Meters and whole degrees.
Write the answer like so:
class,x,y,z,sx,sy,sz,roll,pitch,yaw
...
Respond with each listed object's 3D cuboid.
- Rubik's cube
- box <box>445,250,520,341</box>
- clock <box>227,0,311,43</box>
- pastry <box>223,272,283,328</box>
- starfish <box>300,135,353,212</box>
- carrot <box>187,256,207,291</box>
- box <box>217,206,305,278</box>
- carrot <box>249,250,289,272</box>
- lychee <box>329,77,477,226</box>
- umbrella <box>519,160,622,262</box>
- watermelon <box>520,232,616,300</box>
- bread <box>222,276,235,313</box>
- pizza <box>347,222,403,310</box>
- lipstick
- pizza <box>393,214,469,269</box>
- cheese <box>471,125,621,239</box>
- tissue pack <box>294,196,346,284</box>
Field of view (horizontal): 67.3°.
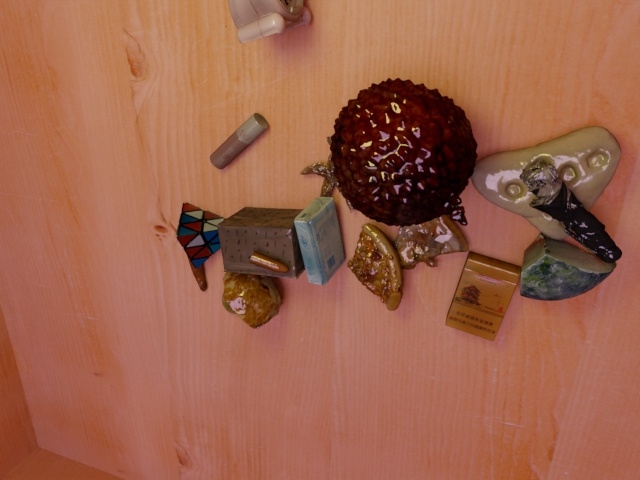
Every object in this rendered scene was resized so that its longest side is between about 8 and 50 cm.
class,x,y,z,sx,sy,sz,roll,pitch,yaw
Rubik's cube,-0.501,0.004,1.848,0.284,0.234,0.250,26,101,11
box,0.548,0.191,1.632,0.174,0.076,0.274,17,116,13
clock,-0.171,-0.766,1.390,0.184,0.342,0.325,-6,117,18
pastry,-0.252,0.202,1.874,0.170,0.237,0.256,-30,97,10
starfish,0.043,-0.224,1.670,0.236,0.062,0.277,-11,114,24
carrot,-0.519,0.127,2.043,0.061,0.061,0.209,1,115,21
box,-0.187,-0.002,1.759,0.297,0.225,0.190,5,113,18
carrot,-0.171,0.078,1.632,0.139,0.048,0.048,20,117,9
lychee,0.253,-0.230,1.386,0.500,0.425,0.424,50,120,13
umbrella,0.684,-0.065,1.314,0.106,0.113,0.357,-44,96,11
watermelon,0.724,0.085,1.508,0.320,0.213,0.289,-4,153,-16
bread,-0.372,0.240,2.025,0.149,0.065,0.187,-17,105,32
pizza,0.184,0.098,1.704,0.226,0.086,0.335,-6,109,42
lipstick,-0.299,-0.358,1.747,0.254,0.070,0.070,-35,95,29
pizza,0.341,0.015,1.645,0.297,0.071,0.189,-21,105,33
cheese,0.658,-0.212,1.394,0.351,0.129,0.328,33,121,4
tissue pack,0.000,0.000,1.689,0.089,0.177,0.263,5,125,31
